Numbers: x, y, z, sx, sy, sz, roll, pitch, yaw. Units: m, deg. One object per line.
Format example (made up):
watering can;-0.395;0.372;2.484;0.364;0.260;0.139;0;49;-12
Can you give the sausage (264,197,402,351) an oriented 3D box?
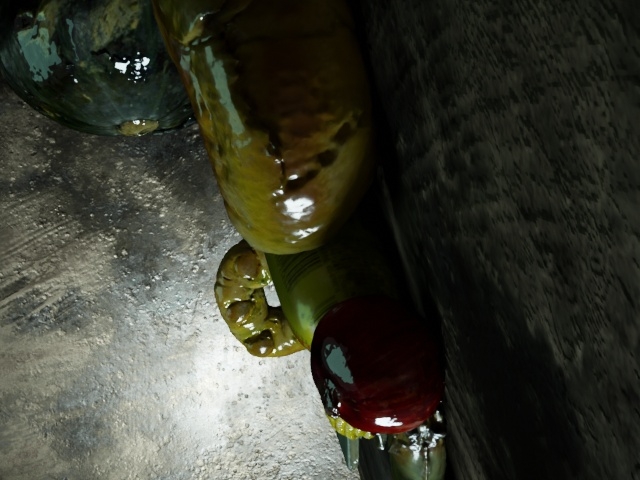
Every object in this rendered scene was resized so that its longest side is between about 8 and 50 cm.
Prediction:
sausage;0.000;0.000;1.228;0.347;0.123;0.123;-109;4;-45

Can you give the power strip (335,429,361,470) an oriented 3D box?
power strip;0.060;0.232;1.807;0.198;0.065;0.213;-114;22;-75

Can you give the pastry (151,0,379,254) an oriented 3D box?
pastry;-0.049;-0.154;1.064;0.356;0.164;0.355;161;90;-82

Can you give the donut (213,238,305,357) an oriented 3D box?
donut;-0.070;0.084;1.945;0.114;0.227;0.226;-127;21;-77

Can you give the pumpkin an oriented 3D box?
pumpkin;-0.329;-0.349;1.989;0.454;0.455;0.343;87;176;-74

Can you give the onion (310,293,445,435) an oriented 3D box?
onion;0.050;0.114;1.037;0.131;0.131;0.131;163;90;-86

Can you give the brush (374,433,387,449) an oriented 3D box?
brush;0.058;0.105;1.221;0.248;0.036;0.043;-95;-16;-44

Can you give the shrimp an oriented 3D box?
shrimp;0.096;0.194;1.202;0.267;0.061;0.145;77;-176;-70

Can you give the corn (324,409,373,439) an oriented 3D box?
corn;0.048;0.193;1.562;0.310;0.102;0.101;83;170;-63
